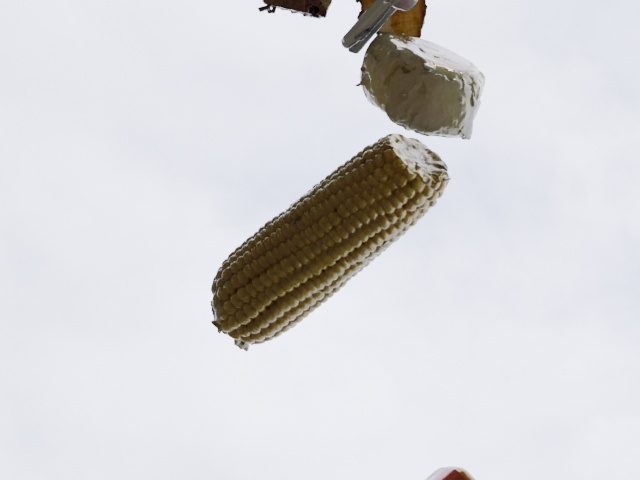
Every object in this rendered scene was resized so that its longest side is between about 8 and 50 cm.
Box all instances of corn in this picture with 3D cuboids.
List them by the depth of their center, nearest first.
[{"bbox_3d":[0.000,0.000,1.223,0.387,0.144,0.144,-43,-109,15],"label":"corn"}]

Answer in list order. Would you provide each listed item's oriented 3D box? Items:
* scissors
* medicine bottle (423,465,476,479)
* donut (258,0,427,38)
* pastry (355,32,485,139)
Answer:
[{"bbox_3d":[0.095,-0.295,1.023,0.242,0.030,0.118,-42,-137,49],"label":"scissors"},{"bbox_3d":[0.127,0.397,1.079,0.222,0.112,0.149,-39,-97,-18],"label":"medicine bottle"},{"bbox_3d":[0.044,-0.344,1.205,0.217,0.085,0.141,18,-77,2],"label":"donut"},{"bbox_3d":[0.121,-0.187,1.076,0.165,0.166,0.088,31,-63,21],"label":"pastry"}]
